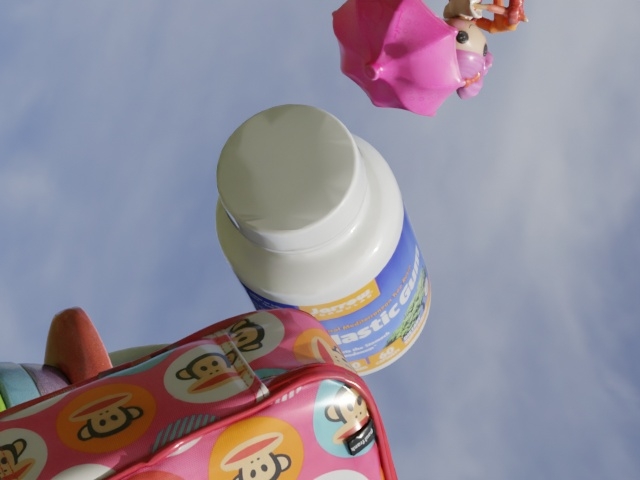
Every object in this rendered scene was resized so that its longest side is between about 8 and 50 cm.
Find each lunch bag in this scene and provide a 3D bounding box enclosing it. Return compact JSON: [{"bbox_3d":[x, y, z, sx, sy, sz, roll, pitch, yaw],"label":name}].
[{"bbox_3d":[-0.090,0.201,1.239,0.120,0.293,0.258,-128,-161,-53],"label":"lunch bag"}]

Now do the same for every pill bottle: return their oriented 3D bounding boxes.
[{"bbox_3d":[0.000,0.000,1.572,0.152,0.272,0.152,-4,-114,10],"label":"pill bottle"}]

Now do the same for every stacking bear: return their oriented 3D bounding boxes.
[{"bbox_3d":[-0.322,0.182,1.629,0.164,0.289,0.175,54,-38,40],"label":"stacking bear"}]

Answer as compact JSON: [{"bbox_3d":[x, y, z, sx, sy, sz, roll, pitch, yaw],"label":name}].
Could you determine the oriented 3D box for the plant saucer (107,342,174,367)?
[{"bbox_3d":[-0.166,0.184,1.905,0.400,0.400,0.100,22,-57,55],"label":"plant saucer"}]

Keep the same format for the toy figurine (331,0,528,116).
[{"bbox_3d":[0.070,-0.143,1.086,0.130,0.173,0.159,4,-106,45],"label":"toy figurine"}]
